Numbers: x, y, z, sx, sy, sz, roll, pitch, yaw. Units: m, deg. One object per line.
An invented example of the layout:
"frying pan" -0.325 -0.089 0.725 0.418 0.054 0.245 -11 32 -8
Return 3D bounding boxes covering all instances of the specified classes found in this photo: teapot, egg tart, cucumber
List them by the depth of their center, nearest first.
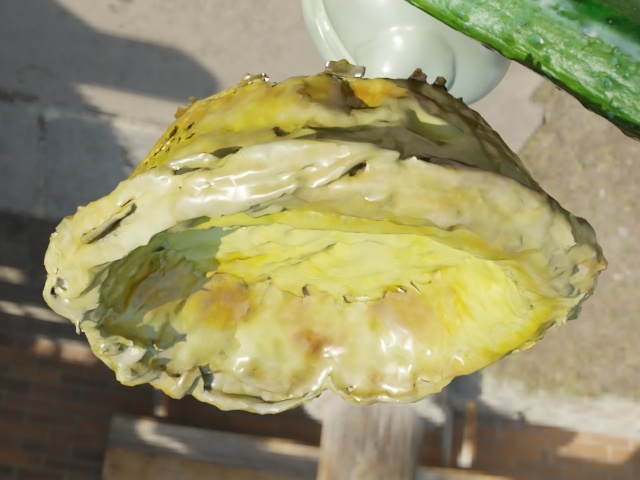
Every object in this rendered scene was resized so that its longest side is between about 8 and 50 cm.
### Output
"egg tart" -0.001 -0.001 0.502 0.213 0.090 0.212 -3 158 -1
"cucumber" 0.114 -0.080 0.545 0.250 0.056 0.056 35 165 23
"teapot" 0.052 -0.171 1.111 0.149 0.318 0.220 -26 103 33
